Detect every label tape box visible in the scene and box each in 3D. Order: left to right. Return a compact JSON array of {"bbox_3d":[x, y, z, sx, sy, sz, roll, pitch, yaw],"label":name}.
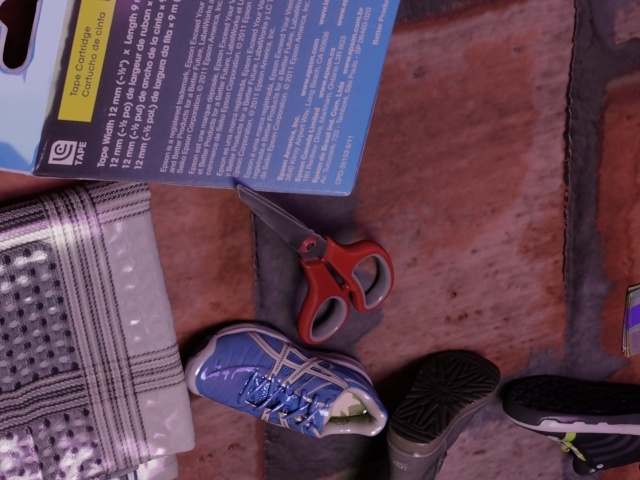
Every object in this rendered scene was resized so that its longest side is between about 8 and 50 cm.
[{"bbox_3d":[-0.116,-0.174,1.248,0.348,0.115,0.249,3,112,-28],"label":"label tape box"}]

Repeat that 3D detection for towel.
[{"bbox_3d":[-0.265,0.126,1.353,0.312,0.056,0.324,-18,123,-21],"label":"towel"},{"bbox_3d":[0.345,0.080,1.706,0.060,0.009,0.083,-15,121,-22],"label":"towel"}]

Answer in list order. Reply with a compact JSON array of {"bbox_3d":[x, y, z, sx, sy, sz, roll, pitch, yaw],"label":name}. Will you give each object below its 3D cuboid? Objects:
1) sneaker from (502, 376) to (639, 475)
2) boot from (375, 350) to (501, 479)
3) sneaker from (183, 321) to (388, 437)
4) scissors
[{"bbox_3d":[0.281,0.206,1.689,0.235,0.084,0.097,8,111,-33],"label":"sneaker"},{"bbox_3d":[0.094,0.228,1.594,0.190,0.076,0.208,-34,143,-45],"label":"boot"},{"bbox_3d":[-0.027,0.131,1.474,0.211,0.081,0.080,11,109,-33],"label":"sneaker"},{"bbox_3d":[0.000,0.000,1.396,0.109,0.021,0.297,-37,148,-9],"label":"scissors"}]
